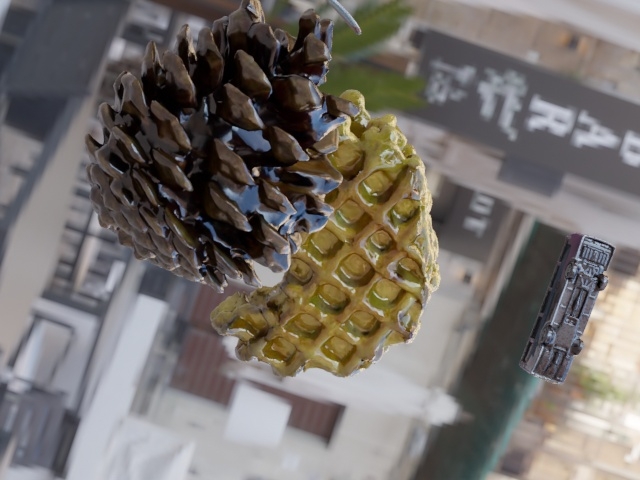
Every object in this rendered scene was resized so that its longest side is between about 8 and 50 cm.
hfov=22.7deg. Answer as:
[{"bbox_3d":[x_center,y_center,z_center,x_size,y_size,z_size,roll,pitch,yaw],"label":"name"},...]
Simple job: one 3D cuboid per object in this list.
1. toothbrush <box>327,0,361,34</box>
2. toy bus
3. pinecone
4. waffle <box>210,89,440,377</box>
[{"bbox_3d":[-0.012,-0.324,1.953,0.019,0.193,0.013,-50,-160,-21],"label":"toothbrush"},{"bbox_3d":[0.213,0.058,1.382,0.052,0.037,0.131,-150,-100,-78],"label":"toy bus"},{"bbox_3d":[-0.064,-0.067,1.133,0.204,0.179,0.184,-47,-177,-15],"label":"pinecone"},{"bbox_3d":[0.000,0.000,1.784,0.151,0.261,0.324,-61,151,-59],"label":"waffle"}]
